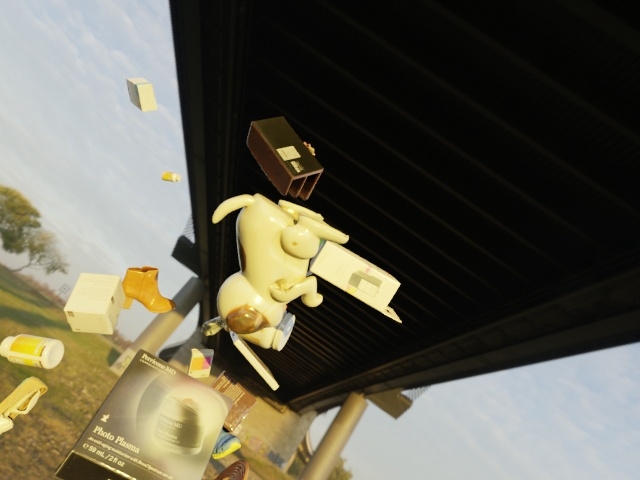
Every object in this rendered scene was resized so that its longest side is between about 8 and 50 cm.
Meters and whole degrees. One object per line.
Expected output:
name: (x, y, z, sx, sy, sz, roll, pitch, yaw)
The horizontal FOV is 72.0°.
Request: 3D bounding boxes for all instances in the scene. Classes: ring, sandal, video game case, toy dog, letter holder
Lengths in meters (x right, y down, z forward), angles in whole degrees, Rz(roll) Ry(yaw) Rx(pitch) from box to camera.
ring: (-0.320, 0.797, 1.279, 0.032, 0.336, 0.337, 43, -26, -5)
sandal: (-0.497, 0.960, 2.125, 0.318, 0.126, 0.138, -24, -100, 46)
video game case: (-0.249, 0.435, 1.629, 0.226, 0.026, 0.206, 52, -13, -9)
toy dog: (-0.160, 0.092, 1.321, 0.396, 0.407, 0.285, 17, 11, -37)
letter holder: (-0.162, -0.309, 1.772, 0.301, 0.152, 0.214, 55, -37, 18)

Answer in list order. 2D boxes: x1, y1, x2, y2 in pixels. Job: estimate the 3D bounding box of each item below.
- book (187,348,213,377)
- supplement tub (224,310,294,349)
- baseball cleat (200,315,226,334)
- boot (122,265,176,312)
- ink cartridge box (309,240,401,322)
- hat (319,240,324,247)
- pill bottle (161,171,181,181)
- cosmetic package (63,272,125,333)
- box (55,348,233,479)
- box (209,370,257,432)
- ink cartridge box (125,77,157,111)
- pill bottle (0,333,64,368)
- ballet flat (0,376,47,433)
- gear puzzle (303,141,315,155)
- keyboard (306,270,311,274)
book: (-0.539, 0.554, 1.978, 0.097, 0.144, 0.035, 5, 24, -28)
supplement tub: (-0.313, 0.414, 2.263, 0.317, 0.228, 0.228, 22, -29, 12)
baseball cleat: (-0.489, 0.402, 2.145, 0.206, 0.109, 0.072, -25, -88, 34)
boot: (-0.792, 0.228, 2.085, 0.295, 0.211, 0.104, 13, 17, -44)
ink cartridge box: (0.143, 0.130, 1.529, 0.354, 0.119, 0.207, 31, 4, -3)
hat: (0.000, 0.000, 2.676, 0.209, 0.172, 0.183, 23, -22, -13)
pill bottle: (-0.692, -0.295, 2.046, 0.084, 0.043, 0.043, 9, -32, 10)
cosmetic package: (-0.873, 0.246, 1.718, 0.152, 0.183, 0.151, 5, -44, -7)
box: (-0.428, 0.489, 1.119, 0.297, 0.294, 0.182, 34, -55, -12)
box: (-0.421, 0.717, 1.955, 0.203, 0.168, 0.167, 44, -31, 2)
ink cartridge box: (-0.720, -0.591, 1.769, 0.181, 0.062, 0.104, 37, -43, 44)
pill bottle: (-1.172, 0.447, 1.788, 0.215, 0.117, 0.117, 8, -32, 7)
ballet flat: (-0.893, 0.494, 1.265, 0.073, 0.232, 0.080, 21, -48, 9)
gear puzzle: (-0.169, -0.422, 1.983, 0.339, 0.044, 0.175, 31, -40, 16)
keyboard: (-0.059, 0.143, 1.834, 0.014, 0.256, 0.072, 62, 9, 7)
